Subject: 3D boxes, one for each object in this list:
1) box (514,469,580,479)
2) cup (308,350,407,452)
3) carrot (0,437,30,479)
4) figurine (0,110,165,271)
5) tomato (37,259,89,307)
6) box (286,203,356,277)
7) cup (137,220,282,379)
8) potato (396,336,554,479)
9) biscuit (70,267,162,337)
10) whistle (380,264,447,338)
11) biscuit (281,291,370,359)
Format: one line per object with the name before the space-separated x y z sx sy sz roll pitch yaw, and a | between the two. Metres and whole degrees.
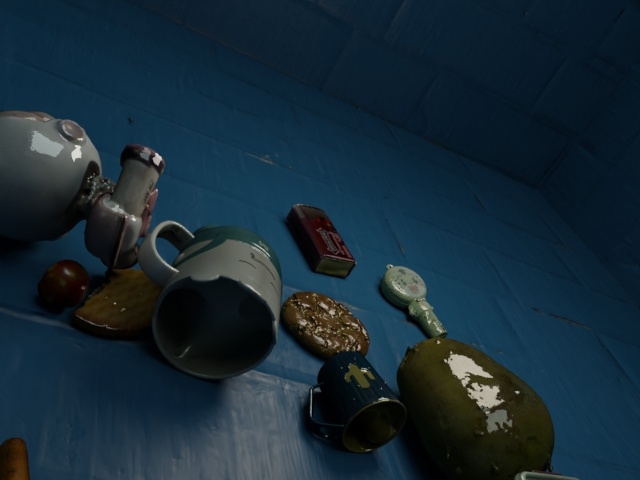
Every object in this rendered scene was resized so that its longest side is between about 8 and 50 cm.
box | 0.414 0.559 1.219 0.193 0.167 0.294 15 29 -29
cup | 0.052 0.303 1.353 0.176 0.131 0.155 -9 36 -19
carrot | -0.387 0.316 0.892 0.055 0.055 0.161 18 21 -27
figurine | -0.465 -0.098 1.261 0.361 0.253 0.211 25 13 5
tomato | -0.438 0.077 1.234 0.075 0.087 0.087 37 25 1
box | 0.000 0.000 1.901 0.120 0.069 0.224 14 31 -34
cup | -0.203 0.082 1.312 0.289 0.219 0.258 40 21 -17
potato | 0.308 0.342 1.439 0.269 0.219 0.359 7 31 -30
biscuit | -0.368 0.111 1.313 0.176 0.031 0.228 44 29 27
whistle | 0.245 0.161 1.889 0.126 0.067 0.258 -8 49 -36
biscuit | 0.016 0.189 1.598 0.226 0.042 0.226 27 24 -13
